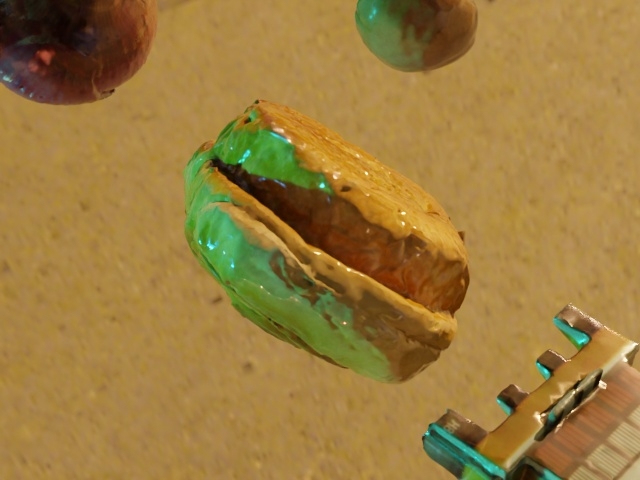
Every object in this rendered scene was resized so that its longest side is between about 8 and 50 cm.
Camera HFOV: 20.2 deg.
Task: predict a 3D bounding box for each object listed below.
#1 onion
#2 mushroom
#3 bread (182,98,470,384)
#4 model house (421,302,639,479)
[{"bbox_3d":[-0.255,-0.251,1.826,0.230,0.230,0.163,-47,21,-22],"label":"onion"},{"bbox_3d":[0.047,-0.288,1.447,0.128,0.128,0.350,-15,61,4],"label":"mushroom"},{"bbox_3d":[0.003,0.002,1.188,0.120,0.198,0.236,-55,15,10],"label":"bread"},{"bbox_3d":[0.195,0.203,1.286,0.215,0.224,0.198,36,49,24],"label":"model house"}]
